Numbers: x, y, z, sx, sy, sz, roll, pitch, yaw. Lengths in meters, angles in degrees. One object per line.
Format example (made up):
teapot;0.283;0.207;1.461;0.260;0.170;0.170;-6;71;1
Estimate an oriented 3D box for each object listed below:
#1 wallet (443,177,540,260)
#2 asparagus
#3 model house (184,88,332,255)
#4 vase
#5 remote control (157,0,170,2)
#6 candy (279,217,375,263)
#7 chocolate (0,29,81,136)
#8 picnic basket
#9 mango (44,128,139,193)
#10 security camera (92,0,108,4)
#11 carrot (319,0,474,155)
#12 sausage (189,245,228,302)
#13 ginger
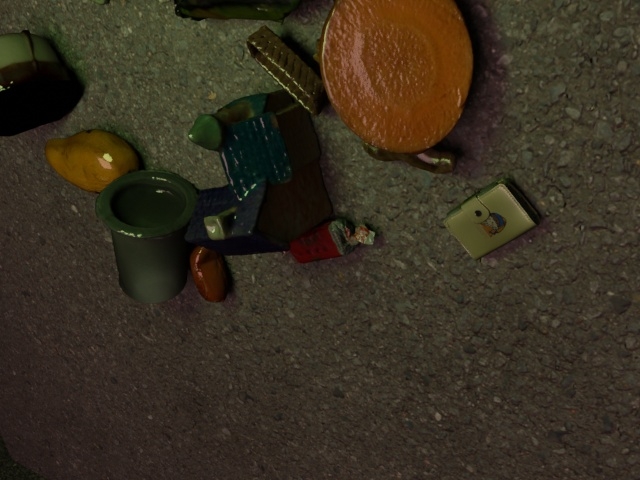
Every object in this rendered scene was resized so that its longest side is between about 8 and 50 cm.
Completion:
wallet;0.310;-0.039;1.253;0.110;0.039;0.155;50;135;-3
asparagus;-0.126;-0.470;1.275;0.381;0.108;0.128;13;123;30
model house;-0.158;-0.123;1.393;0.245;0.280;0.312;-1;115;38
vase;-0.425;0.001;1.735;0.245;0.245;0.291;31;140;19
remote control;-0.332;-0.529;1.382;0.190;0.029;0.088;-132;28;-61
candy;0.000;0.001;1.503;0.292;0.059;0.086;-13;109;43
chocolate;-0.768;-0.411;1.725;0.283;0.283;0.186;-34;78;45
picnic basket;-0.059;-0.328;1.322;0.193;0.055;0.110;46;176;7
mango;-0.591;-0.209;1.790;0.294;0.120;0.177;13;131;34
security camera;-0.527;-0.575;1.563;0.092;0.058;0.058;23;129;15
carrot;0.124;-0.294;1.146;0.258;0.100;0.307;-14;106;14
sausage;-0.286;0.081;1.754;0.089;0.089;0.179;10;121;33
ginger;0.112;-0.247;1.253;0.333;0.080;0.166;54;141;-7
